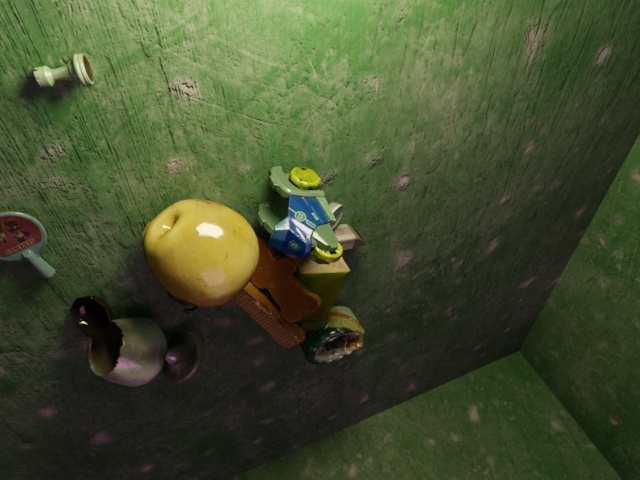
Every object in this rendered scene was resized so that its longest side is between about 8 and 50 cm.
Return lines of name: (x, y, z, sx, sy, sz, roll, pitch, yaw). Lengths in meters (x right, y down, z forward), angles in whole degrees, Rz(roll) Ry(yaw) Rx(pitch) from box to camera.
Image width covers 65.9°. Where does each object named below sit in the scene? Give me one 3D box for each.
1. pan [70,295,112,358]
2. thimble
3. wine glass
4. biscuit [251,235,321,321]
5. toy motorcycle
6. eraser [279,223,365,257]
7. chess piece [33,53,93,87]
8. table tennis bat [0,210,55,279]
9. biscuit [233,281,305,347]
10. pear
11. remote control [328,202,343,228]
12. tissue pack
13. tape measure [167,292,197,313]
pan: (-0.716, 0.253, 1.531, 0.202, 0.128, 0.048, -53, 180, 21)
thimble: (0.047, 0.407, 2.135, 0.288, 0.167, 0.254, -3, 134, -29)
wine glass: (-0.582, 0.370, 1.650, 0.238, 0.238, 0.323, -43, 149, 15)
biscuit: (-0.138, 0.116, 1.644, 0.216, 0.339, 0.047, -33, -170, 40)
toy motorcycle: (-0.074, -0.056, 1.428, 0.200, 0.326, 0.191, -1, 132, -29)
eraser: (0.000, 0.000, 1.725, 0.352, 0.089, 0.061, -9, 134, -26)
chess piece: (-0.535, -0.348, 1.029, 0.103, 0.067, 0.067, -13, 139, -7)
table tennis bat: (-0.778, 0.018, 1.291, 0.153, 0.040, 0.244, -25, 137, -8)
biscuit: (-0.208, 0.244, 1.731, 0.094, 0.054, 0.379, -34, 110, 33)
pear: (-0.332, 0.030, 1.389, 0.309, 0.309, 0.309, -18, 140, -16)
remote control: (-0.006, -0.037, 1.631, 0.247, 0.052, 0.104, -46, 159, -33)
tissue pack: (-0.048, 0.160, 1.804, 0.200, 0.167, 0.274, -1, 134, -30)
tape measure: (-0.457, 0.189, 1.647, 0.104, 0.107, 0.180, -55, 176, -32)
